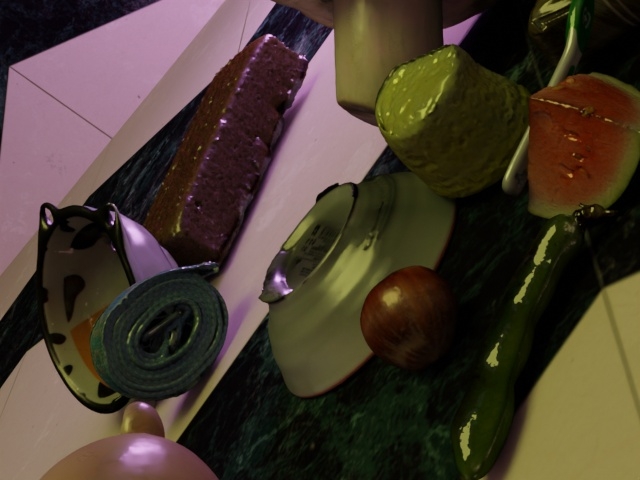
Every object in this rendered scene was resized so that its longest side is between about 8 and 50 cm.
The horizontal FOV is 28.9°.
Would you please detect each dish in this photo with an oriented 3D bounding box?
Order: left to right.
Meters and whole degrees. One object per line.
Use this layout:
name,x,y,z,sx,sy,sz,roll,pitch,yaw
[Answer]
dish,-0.263,0.079,1.641,0.303,0.120,0.303,13,107,48
dish,0.016,0.021,1.204,0.260,0.085,0.260,-48,18,22

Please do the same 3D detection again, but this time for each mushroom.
mushroom,0.053,-0.319,1.326,0.353,0.325,0.353,-60,4,8

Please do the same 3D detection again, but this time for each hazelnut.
hazelnut,0.075,0.063,1.002,0.086,0.086,0.086,-47,19,22

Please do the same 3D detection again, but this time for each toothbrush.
toothbrush,0.201,-0.169,0.983,0.304,0.030,0.030,-65,20,-13

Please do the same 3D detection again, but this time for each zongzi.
zongzi,0.266,-0.253,1.074,0.184,0.084,0.187,-30,34,32

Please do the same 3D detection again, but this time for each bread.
bread,-0.147,-0.110,1.823,0.165,0.113,0.416,-34,28,49
bread,0.118,-0.104,1.123,0.129,0.114,0.111,-21,42,48

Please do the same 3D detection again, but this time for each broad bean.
broad bean,0.139,0.067,0.872,0.226,0.039,0.069,-62,19,-17

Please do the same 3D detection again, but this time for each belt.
belt,-0.190,0.112,1.472,0.163,0.147,0.082,-13,0,-23

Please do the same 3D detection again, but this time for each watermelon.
watermelon,0.196,-0.083,0.913,0.125,0.094,0.135,-57,16,-10

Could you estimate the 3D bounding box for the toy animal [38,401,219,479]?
toy animal,-0.151,0.272,0.829,0.278,0.247,0.345,-26,25,11
